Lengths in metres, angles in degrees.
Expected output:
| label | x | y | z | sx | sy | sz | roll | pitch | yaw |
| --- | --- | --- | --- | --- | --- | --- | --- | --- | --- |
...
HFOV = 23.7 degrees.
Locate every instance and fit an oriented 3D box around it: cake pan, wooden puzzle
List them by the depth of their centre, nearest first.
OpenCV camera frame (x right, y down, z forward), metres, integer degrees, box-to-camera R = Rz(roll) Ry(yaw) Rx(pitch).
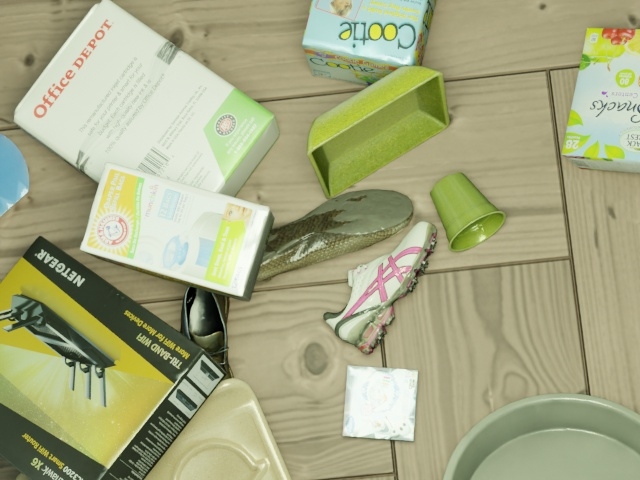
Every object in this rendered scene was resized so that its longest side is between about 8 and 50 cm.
| label | x | y | z | sx | sy | sz | roll | pitch | yaw |
| --- | --- | --- | --- | --- | --- | --- | --- | --- | --- |
| cake pan | 0.290 | 0.315 | 1.811 | 0.293 | 0.054 | 0.293 | -4 | 49 | 5 |
| wooden puzzle | -0.166 | 0.384 | 1.875 | 0.322 | 0.080 | 0.347 | -25 | 85 | 5 |

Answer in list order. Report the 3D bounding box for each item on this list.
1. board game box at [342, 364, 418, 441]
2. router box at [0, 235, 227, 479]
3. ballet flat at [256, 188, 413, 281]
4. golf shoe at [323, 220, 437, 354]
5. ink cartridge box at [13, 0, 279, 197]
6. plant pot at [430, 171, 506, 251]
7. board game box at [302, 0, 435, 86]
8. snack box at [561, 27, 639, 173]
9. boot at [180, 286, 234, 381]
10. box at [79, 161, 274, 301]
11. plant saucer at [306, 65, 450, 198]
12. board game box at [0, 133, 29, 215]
| label | x | y | z | sx | sy | sz | roll | pitch | yaw |
| --- | --- | --- | --- | --- | --- | --- | --- | --- | --- |
| board game box | 0.075 | 0.205 | 1.921 | 0.090 | 0.020 | 0.090 | 4 | 81 | 4 |
| router box | -0.305 | 0.168 | 1.856 | 0.309 | 0.081 | 0.243 | 30 | 77 | 32 |
| ballet flat | 0.000 | 0.000 | 1.948 | 0.250 | 0.058 | 0.084 | -20 | 44 | -5 |
| golf shoe | 0.078 | 0.047 | 1.924 | 0.086 | 0.067 | 0.186 | 33 | 84 | 10 |
| ink cartridge box | -0.220 | -0.146 | 1.952 | 0.273 | 0.115 | 0.198 | 36 | 85 | 8 |
| plant pot | 0.179 | -0.041 | 1.933 | 0.083 | 0.083 | 0.079 | -30 | 67 | -1 |
| board game box | 0.081 | -0.345 | 1.951 | 0.144 | 0.142 | 0.275 | 13 | 81 | 7 |
| snack box | 0.420 | -0.170 | 1.894 | 0.207 | 0.070 | 0.174 | 8 | 80 | 35 |
| boot | -0.150 | 0.150 | 1.902 | 0.082 | 0.106 | 0.219 | -3 | 80 | 2 |
| box | -0.169 | -0.008 | 1.819 | 0.203 | 0.103 | 0.114 | 16 | 85 | 4 |
| plant saucer | 0.066 | -0.143 | 1.898 | 0.188 | 0.188 | 0.045 | -31 | 73 | -2 |
| board game box | -0.462 | -0.067 | 1.999 | 0.169 | 0.033 | 0.133 | -43 | 75 | -9 |
